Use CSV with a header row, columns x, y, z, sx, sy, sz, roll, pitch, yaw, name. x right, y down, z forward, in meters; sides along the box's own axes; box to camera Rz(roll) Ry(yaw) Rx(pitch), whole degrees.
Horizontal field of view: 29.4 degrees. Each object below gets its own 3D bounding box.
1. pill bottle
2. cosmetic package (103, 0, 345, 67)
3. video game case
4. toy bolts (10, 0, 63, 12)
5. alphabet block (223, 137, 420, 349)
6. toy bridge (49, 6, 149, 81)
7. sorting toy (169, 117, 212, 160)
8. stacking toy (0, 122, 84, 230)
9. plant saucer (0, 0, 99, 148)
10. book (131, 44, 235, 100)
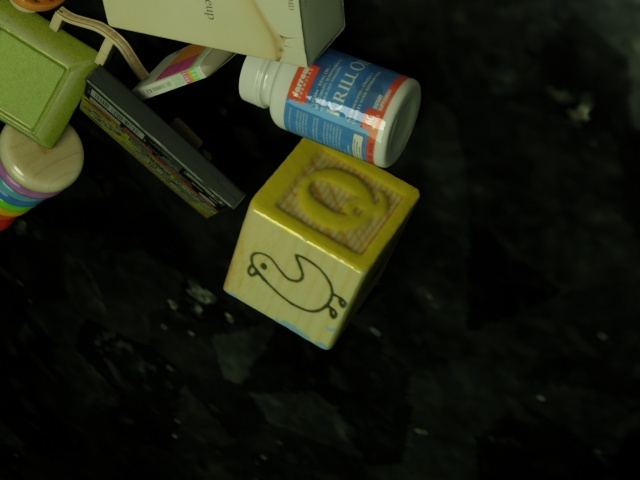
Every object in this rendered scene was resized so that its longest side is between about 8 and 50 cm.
x,y,z,sx,sy,sz,roll,pitch,yaw,name
0.010,-0.188,1.603,0.221,0.124,0.124,22,138,16,pill bottle
-0.133,-0.340,1.570,0.309,0.113,0.160,15,135,25,cosmetic package
-0.240,-0.137,1.810,0.275,0.035,0.248,41,169,-8,video game case
-0.475,-0.407,1.700,0.229,0.218,0.158,59,144,2,toy bolts
0.000,0.000,1.738,0.192,0.193,0.197,29,139,7,alphabet block
-0.316,-0.285,1.818,0.188,0.026,0.063,38,139,-2,toy bridge
-0.205,-0.145,1.882,0.083,0.012,0.062,45,135,-4,sorting toy
-0.524,-0.095,2.072,0.141,0.141,0.330,45,143,-10,stacking toy
-0.457,-0.251,1.861,0.188,0.045,0.188,32,116,-7,plant saucer
-0.190,-0.244,1.713,0.144,0.096,0.035,-11,120,42,book
